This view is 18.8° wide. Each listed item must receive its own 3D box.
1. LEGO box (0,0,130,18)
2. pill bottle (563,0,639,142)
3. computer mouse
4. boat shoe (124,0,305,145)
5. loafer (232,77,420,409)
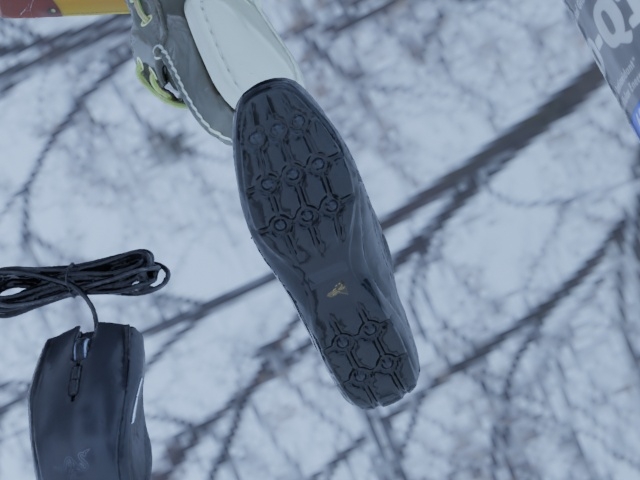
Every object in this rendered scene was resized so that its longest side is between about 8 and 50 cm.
[{"bbox_3d":[-0.227,-0.509,1.763,0.500,0.193,0.372,85,-176,-50],"label":"LEGO box"},{"bbox_3d":[0.125,-0.094,0.681,0.078,0.078,0.137,17,-136,-59],"label":"pill bottle"},{"bbox_3d":[-0.223,0.115,1.548,0.060,0.184,0.262,66,-158,-55],"label":"computer mouse"},{"bbox_3d":[-0.089,-0.147,1.434,0.109,0.091,0.305,35,-161,-31],"label":"boat shoe"},{"bbox_3d":[0.000,0.000,1.196,0.078,0.076,0.223,-106,-6,-69],"label":"loafer"}]
